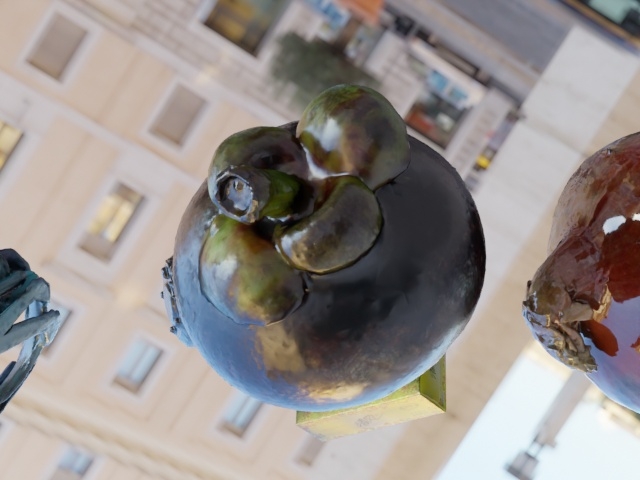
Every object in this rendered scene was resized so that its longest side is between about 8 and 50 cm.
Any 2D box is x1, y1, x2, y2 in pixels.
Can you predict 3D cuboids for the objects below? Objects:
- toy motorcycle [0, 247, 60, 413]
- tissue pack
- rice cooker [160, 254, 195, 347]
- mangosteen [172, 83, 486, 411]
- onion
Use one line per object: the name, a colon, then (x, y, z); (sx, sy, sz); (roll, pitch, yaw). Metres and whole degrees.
toy motorcycle: (-0.449, 0.131, 2.038); (0.206, 0.260, 0.154); (38, 179, -44)
tissue pack: (0.058, 0.166, 1.890); (0.176, 0.095, 0.062); (-17, 145, 30)
rice cooker: (-0.151, 0.073, 2.189); (0.203, 0.118, 0.142); (112, 143, -69)
mangosteen: (0.004, 0.010, 1.596); (0.330, 0.330, 0.330); (32, -175, -3)
onion: (0.401, 0.038, 1.838); (0.353, 0.353, 0.353); (32, -175, -3)
